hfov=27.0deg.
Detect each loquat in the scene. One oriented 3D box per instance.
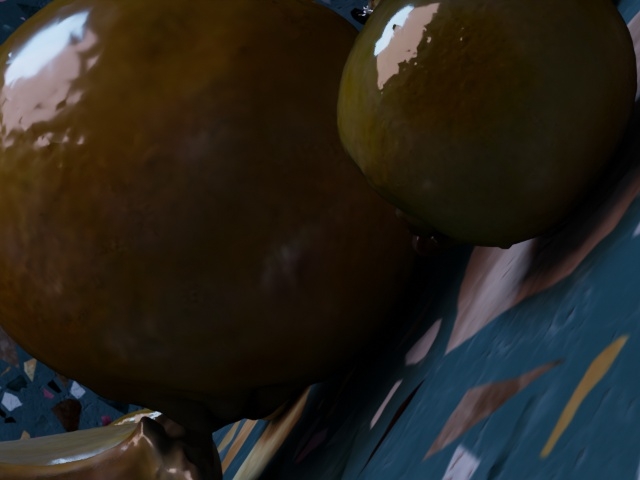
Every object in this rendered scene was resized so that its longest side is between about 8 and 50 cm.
[{"bbox_3d":[0.079,-0.069,0.638,0.163,0.137,0.163,-47,27,32],"label":"loquat"},{"bbox_3d":[-0.089,-0.033,0.911,0.328,0.328,0.328,-54,4,6],"label":"loquat"}]

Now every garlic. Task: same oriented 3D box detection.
[{"bbox_3d":[-0.219,0.207,0.967,0.286,0.313,0.249,-99,-4,-56],"label":"garlic"}]

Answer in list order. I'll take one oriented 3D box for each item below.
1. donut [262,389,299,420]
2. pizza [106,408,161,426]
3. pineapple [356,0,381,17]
[{"bbox_3d":[-0.032,0.091,1.126,0.140,0.059,0.140,-55,4,6],"label":"donut"},{"bbox_3d":[-0.255,0.302,1.673,0.246,0.127,0.058,-62,-19,6],"label":"pizza"},{"bbox_3d":[0.103,-0.166,0.951,0.137,0.176,0.161,116,154,-61],"label":"pineapple"}]
